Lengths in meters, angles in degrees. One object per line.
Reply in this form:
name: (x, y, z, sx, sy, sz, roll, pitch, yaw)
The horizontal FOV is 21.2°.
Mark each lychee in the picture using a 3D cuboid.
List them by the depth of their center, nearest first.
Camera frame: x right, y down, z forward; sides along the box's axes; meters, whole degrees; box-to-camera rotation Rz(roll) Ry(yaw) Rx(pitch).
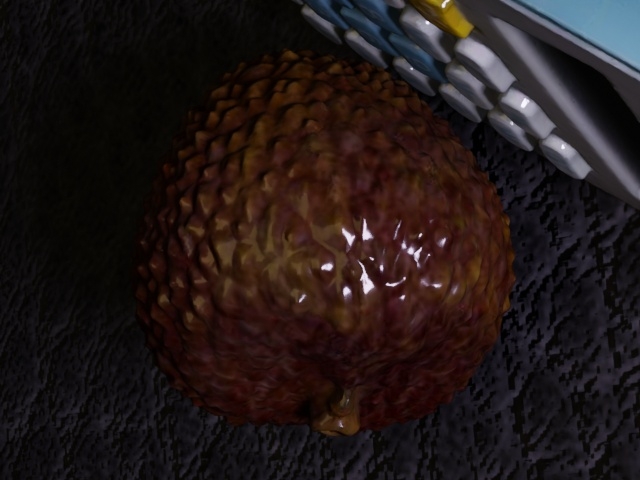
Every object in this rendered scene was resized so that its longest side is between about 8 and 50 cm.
lychee: (-0.001, 0.007, 0.821, 0.194, 0.194, 0.194, -2, 87, 39)

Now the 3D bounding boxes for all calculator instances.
calculator: (0.068, -0.091, 0.732, 0.386, 0.256, 0.054, 29, 85, 34)
